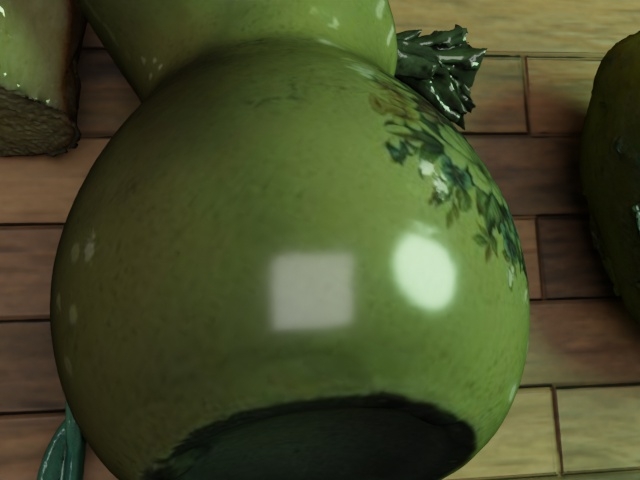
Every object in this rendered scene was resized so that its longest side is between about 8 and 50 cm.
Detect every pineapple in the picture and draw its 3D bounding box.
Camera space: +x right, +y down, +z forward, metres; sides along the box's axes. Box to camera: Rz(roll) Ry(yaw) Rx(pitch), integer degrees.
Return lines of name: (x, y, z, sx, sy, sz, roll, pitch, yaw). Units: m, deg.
pineapple: (-0.005, -0.140, 0.678, 0.251, 0.125, 0.125, 18, 77, -17)

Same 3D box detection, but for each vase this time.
vase: (0.000, 0.000, 0.571, 0.240, 0.329, 0.302, -26, 54, 23)

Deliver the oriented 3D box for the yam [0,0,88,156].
yam: (-0.207, -0.182, 0.633, 0.128, 0.129, 0.238, 3, 77, 8)

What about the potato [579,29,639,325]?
potato: (0.259, -0.026, 0.665, 0.143, 0.169, 0.248, -25, 98, -49)

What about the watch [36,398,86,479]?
watch: (-0.082, 0.187, 0.623, 0.195, 0.068, 0.237, -25, 89, -11)
